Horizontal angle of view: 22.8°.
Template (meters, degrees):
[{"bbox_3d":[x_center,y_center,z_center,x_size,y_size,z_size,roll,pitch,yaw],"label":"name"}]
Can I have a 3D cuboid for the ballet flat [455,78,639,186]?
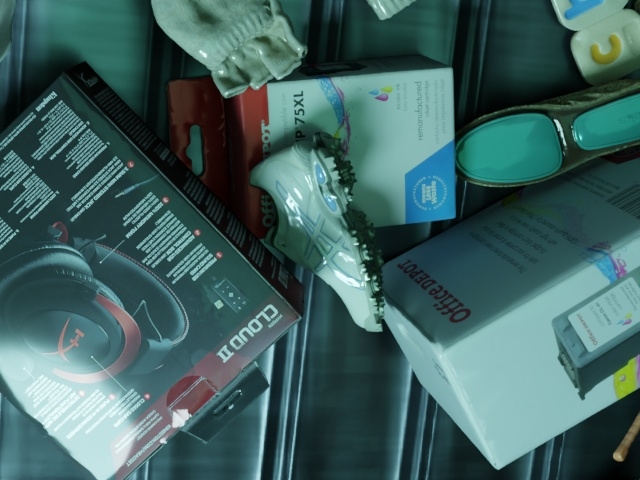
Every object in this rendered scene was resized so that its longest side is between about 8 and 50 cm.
[{"bbox_3d":[0.208,-0.095,1.393,0.206,0.067,0.073,-11,104,-2],"label":"ballet flat"}]

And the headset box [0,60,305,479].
[{"bbox_3d":[-0.167,0.039,1.258,0.218,0.110,0.293,-44,97,9],"label":"headset box"}]

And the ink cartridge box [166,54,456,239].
[{"bbox_3d":[-0.007,-0.078,1.336,0.231,0.078,0.134,-7,106,-13],"label":"ink cartridge box"}]

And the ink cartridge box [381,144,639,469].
[{"bbox_3d":[0.220,0.034,1.351,0.306,0.226,0.131,-30,109,-5],"label":"ink cartridge box"}]

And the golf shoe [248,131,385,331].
[{"bbox_3d":[0.000,0.000,1.295,0.086,0.069,0.176,-16,110,12],"label":"golf shoe"}]

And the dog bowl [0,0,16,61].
[{"bbox_3d":[-0.378,-0.247,1.175,0.348,0.102,0.349,-4,105,-14],"label":"dog bowl"}]

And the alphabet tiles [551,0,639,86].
[{"bbox_3d":[0.326,-0.267,1.407,0.278,0.021,0.284,-28,110,-7],"label":"alphabet tiles"}]

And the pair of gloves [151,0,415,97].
[{"bbox_3d":[-0.036,-0.243,1.268,0.240,0.042,0.204,-30,92,-16],"label":"pair of gloves"}]

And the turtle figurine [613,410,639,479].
[{"bbox_3d":[0.308,0.296,1.520,0.217,0.087,0.269,24,89,-28],"label":"turtle figurine"}]
